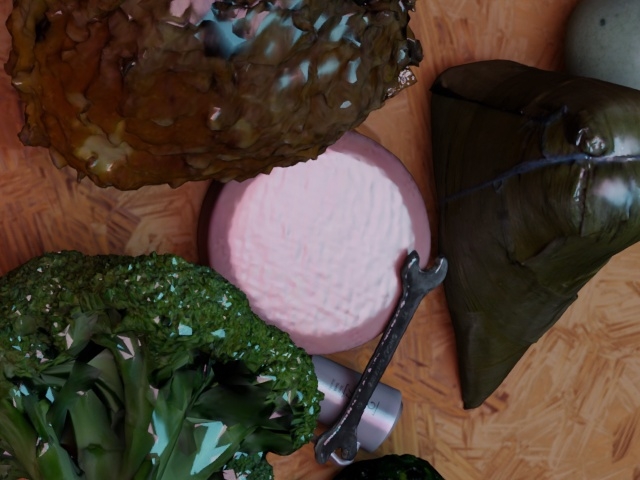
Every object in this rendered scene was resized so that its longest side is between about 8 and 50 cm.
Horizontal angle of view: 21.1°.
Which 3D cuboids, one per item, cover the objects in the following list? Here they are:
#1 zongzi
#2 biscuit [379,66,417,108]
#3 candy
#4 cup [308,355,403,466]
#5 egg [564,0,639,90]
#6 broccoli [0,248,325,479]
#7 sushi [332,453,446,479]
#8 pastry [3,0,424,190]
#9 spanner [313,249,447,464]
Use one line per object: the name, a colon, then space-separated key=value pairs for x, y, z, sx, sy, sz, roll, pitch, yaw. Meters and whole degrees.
zongzi: x=0.234 y=0.021 z=1.737 sx=0.174 sy=0.356 sz=0.393 roll=-1 pitch=99 yaw=-21
biscuit: x=0.032 y=-0.235 z=1.816 sx=0.064 sy=0.034 sz=0.199 roll=-32 pitch=104 yaw=-7
candy: x=0.000 y=0.000 z=1.808 sx=0.255 sy=0.094 sz=0.255 roll=-2 pitch=97 yaw=-13
cup: x=0.020 y=0.186 z=1.845 sx=0.116 sy=0.074 sz=0.104 roll=28 pitch=72 yaw=-12
egg: x=0.357 y=-0.175 z=1.832 sx=0.169 sy=0.169 sz=0.236 roll=-41 pitch=108 yaw=-5
broccoli: x=-0.190 y=0.164 z=1.679 sx=0.310 sy=0.321 sz=0.413 roll=-42 pitch=152 yaw=-40
sushi: x=0.064 y=0.336 z=1.800 sx=0.124 sy=0.127 sz=0.225 roll=15 pitch=76 yaw=-18
pastry: x=-0.111 y=-0.225 z=1.625 sx=0.405 sy=0.337 sz=0.292 roll=-11 pitch=61 yaw=-2
spanner: x=0.062 y=0.124 z=1.792 sx=0.054 sy=0.015 sz=0.254 roll=21 pitch=99 yaw=-35
